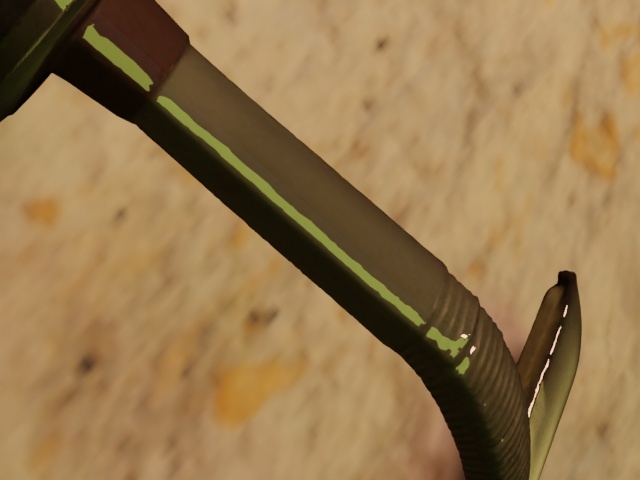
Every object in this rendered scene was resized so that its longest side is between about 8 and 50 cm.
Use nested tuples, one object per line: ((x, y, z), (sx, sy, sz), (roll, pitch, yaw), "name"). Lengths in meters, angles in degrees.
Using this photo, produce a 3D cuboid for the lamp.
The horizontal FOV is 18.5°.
((0.007, -0.001, 0.565), (0.283, 0.124, 0.203), (52, 37, -23), "lamp")
